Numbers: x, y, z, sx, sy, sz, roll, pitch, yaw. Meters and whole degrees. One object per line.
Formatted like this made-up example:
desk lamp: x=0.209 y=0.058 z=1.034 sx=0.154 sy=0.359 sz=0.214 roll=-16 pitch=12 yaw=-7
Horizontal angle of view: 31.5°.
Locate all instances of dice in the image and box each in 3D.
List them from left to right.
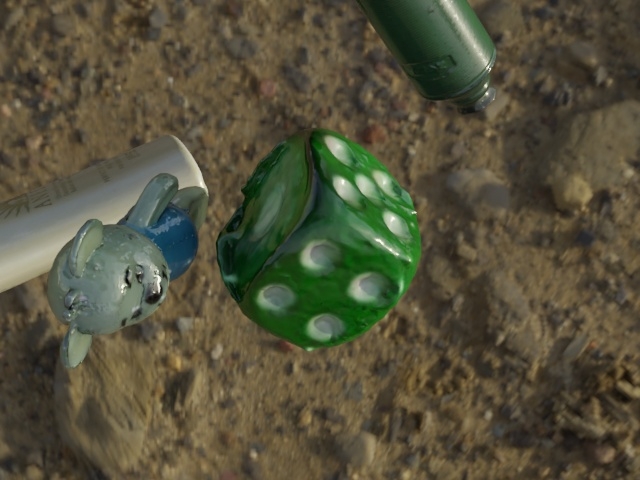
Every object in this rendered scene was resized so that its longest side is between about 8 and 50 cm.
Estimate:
dice: x=0.000 y=0.000 z=0.897 sx=0.120 sy=0.128 sz=0.131 roll=31 pitch=30 yaw=-28

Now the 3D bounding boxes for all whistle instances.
whistle: x=-0.133 y=0.010 z=0.865 sx=0.077 sy=0.114 sz=0.236 roll=14 pitch=23 yaw=13

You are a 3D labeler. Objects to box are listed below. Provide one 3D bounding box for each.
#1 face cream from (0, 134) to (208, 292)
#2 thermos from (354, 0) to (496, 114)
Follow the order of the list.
face cream: x=-0.297 y=-0.011 z=1.198 sx=0.348 sy=0.173 sz=0.081 roll=-23 pitch=109 yaw=-10
thermos: x=0.073 y=-0.170 z=0.847 sx=0.073 sy=0.188 sz=0.083 roll=-32 pitch=38 yaw=11
